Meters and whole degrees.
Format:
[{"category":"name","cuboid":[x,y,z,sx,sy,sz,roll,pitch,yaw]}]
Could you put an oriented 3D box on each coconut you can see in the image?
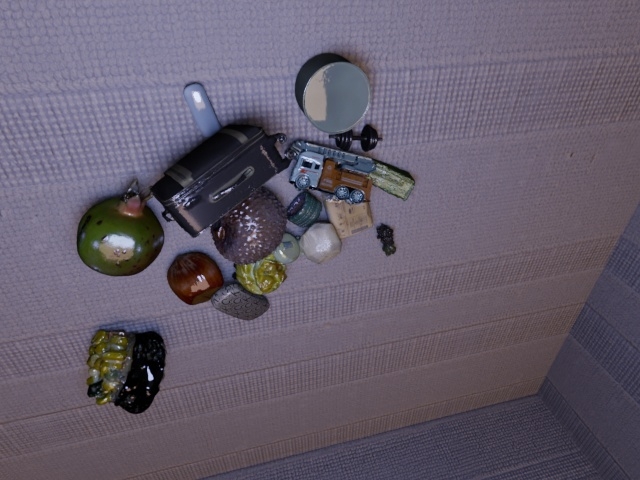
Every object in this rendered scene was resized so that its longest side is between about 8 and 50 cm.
[{"category":"coconut","cuboid":[-0.003,0.002,1.620,0.161,0.162,0.161,-28,164,-9]}]

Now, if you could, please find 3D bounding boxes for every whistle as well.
[{"category":"whistle","cuboid":[-0.105,0.025,1.657,0.067,0.125,0.258,-26,168,38]}]

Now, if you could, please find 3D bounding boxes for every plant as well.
[{"category":"plant","cuboid":[0.300,-0.001,1.825,0.085,0.087,0.174,-5,127,24]}]

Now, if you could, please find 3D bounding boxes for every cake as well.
[{"category":"cake","cuboid":[0.262,-0.262,1.648,0.236,0.099,0.100,24,117,-7]}]

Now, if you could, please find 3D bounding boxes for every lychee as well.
[{"category":"lychee","cuboid":[-0.267,-0.057,1.489,0.301,0.300,0.299,-8,127,-11]}]

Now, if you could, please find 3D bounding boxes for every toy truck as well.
[{"category":"toy truck","cuboid":[0.028,-0.250,1.489,0.339,0.133,0.184,15,91,-8]}]

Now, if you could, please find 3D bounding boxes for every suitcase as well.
[{"category":"suitcase","cuboid":[-0.317,-0.208,1.275,0.434,0.283,0.194,-43,124,-14]}]

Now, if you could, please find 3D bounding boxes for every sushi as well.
[{"category":"sushi","cuboid":[-0.839,0.552,1.721,0.286,0.328,0.327,18,123,-34]}]

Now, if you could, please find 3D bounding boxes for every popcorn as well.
[{"category":"popcorn","cuboid":[-0.248,0.116,1.669,0.204,0.184,0.220,-30,115,-18]}]

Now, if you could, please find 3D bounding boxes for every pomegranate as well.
[{"category":"pomegranate","cuboid":[-0.674,-0.036,1.351,0.292,0.290,0.323,-2,137,-16]}]

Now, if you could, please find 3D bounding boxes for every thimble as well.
[{"category":"thimble","cuboid":[-0.064,-0.118,1.593,0.090,0.118,0.135,32,115,-31]}]

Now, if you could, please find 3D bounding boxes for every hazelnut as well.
[{"category":"hazelnut","cuboid":[-0.505,0.149,1.635,0.212,0.180,0.181,-32,157,9]}]

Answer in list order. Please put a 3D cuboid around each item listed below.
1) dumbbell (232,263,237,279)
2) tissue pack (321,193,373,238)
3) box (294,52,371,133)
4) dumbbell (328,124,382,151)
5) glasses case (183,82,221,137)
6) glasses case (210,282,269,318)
[{"category":"dumbbell","cuboid":[-0.356,0.129,1.737,0.036,0.040,0.083,-20,136,-43]},{"category":"tissue pack","cuboid":[0.113,-0.122,1.665,0.187,0.090,0.222,-19,129,-2]},{"category":"box","cuboid":[0.037,-0.486,1.336,0.227,0.149,0.225,-8,127,-11]},{"category":"dumbbell","cuboid":[0.131,-0.374,1.480,0.209,0.099,0.099,-2,125,-18]},{"category":"glasses case","cuboid":[-0.384,-0.421,1.319,0.068,0.045,0.178,-20,129,-2]},{"category":"glasses case","cuboid":[-0.337,0.270,1.752,0.137,0.085,0.354,-36,152,3]}]
